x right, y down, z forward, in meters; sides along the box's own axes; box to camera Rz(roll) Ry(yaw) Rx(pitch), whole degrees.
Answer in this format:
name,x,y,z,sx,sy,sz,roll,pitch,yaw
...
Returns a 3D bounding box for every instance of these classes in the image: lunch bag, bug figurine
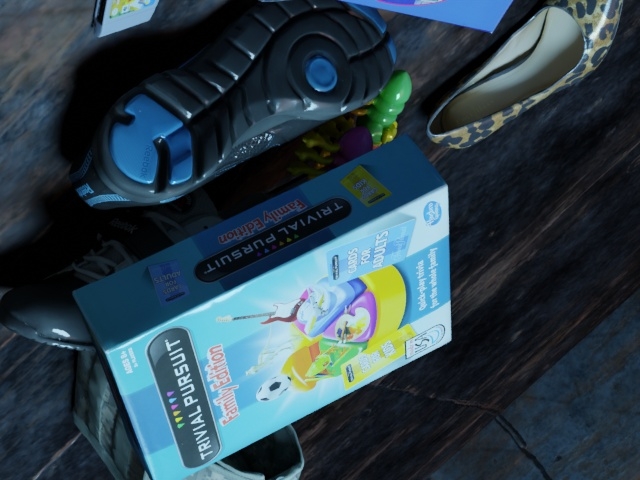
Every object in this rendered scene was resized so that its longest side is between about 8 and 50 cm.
name,x,y,z,sx,sy,sz,roll,pitch,yaw
lunch bag,-0.137,0.209,1.588,0.169,0.287,0.235,-29,156,-27
bug figurine,0.017,-0.063,1.459,0.279,0.072,0.216,-53,172,-50

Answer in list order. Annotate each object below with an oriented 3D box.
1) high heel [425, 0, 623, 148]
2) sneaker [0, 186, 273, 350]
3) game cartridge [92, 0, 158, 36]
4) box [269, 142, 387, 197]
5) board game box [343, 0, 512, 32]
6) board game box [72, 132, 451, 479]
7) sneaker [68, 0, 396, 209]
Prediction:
name,x,y,z,sx,sy,sz,roll,pitch,yaw
high heel,0.230,-0.199,1.646,0.186,0.093,0.261,-27,164,-44
sneaker,-0.169,0.014,1.421,0.330,0.122,0.146,-12,121,-47
game cartridge,-0.149,-0.199,1.155,0.056,0.017,0.083,-30,156,-34
box,0.000,0.000,1.714,0.183,0.056,0.231,-28,155,-25
board game box,0.110,-0.332,1.118,0.233,0.078,0.347,6,134,-30
board game box,-0.039,0.074,1.372,0.336,0.079,0.253,-26,145,-13
sneaker,-0.079,-0.130,1.310,0.341,0.125,0.140,-28,-177,-33
